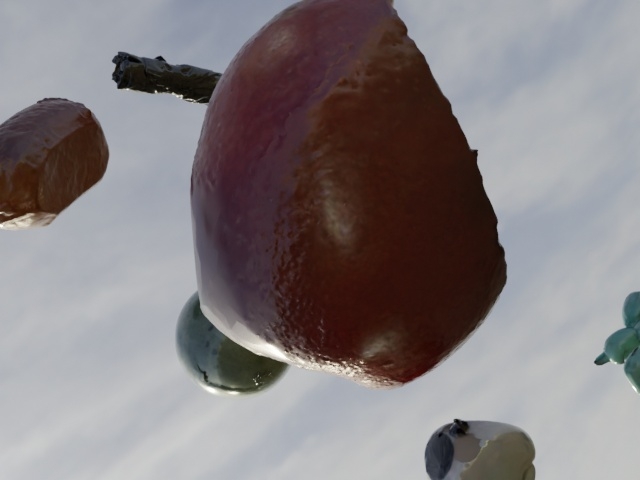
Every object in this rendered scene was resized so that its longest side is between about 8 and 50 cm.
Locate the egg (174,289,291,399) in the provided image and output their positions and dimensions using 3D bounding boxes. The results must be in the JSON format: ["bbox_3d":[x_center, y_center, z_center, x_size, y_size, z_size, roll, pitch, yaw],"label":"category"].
[{"bbox_3d":[-0.115,0.133,1.620,0.169,0.169,0.236,-57,2,1],"label":"egg"}]

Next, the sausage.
[{"bbox_3d":[-0.414,-0.109,1.721,0.268,0.141,0.153,-58,-38,-55],"label":"sausage"}]

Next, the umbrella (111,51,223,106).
[{"bbox_3d":[-0.209,-0.243,1.838,0.236,0.059,0.066,8,-109,-34],"label":"umbrella"}]

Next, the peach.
[{"bbox_3d":[0.031,-0.052,0.994,0.281,0.281,0.338,30,-108,-63],"label":"peach"}]

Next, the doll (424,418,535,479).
[{"bbox_3d":[0.157,0.262,1.144,0.107,0.110,0.180,11,-109,-59],"label":"doll"}]

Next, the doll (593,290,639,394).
[{"bbox_3d":[0.378,0.109,1.304,0.158,0.159,0.059,-46,-72,-30],"label":"doll"}]
